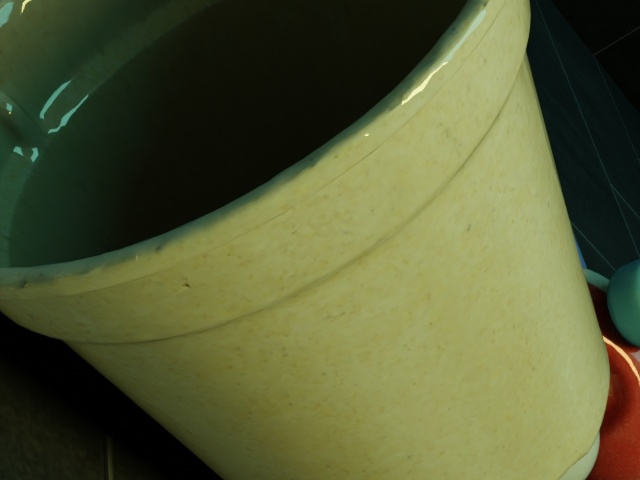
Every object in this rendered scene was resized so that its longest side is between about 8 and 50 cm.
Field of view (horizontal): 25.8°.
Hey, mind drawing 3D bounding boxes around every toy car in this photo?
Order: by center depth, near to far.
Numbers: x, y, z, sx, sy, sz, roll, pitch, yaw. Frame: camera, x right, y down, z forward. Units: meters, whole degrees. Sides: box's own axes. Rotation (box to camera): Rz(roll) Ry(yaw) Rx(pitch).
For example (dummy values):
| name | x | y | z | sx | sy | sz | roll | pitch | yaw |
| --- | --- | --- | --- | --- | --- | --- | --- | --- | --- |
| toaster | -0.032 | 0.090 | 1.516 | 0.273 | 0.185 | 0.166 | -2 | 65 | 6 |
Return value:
| name | x | y | z | sx | sy | sz | roll | pitch | yaw |
| --- | --- | --- | --- | --- | --- | --- | --- | --- | --- |
| toy car | 0.197 | 0.160 | 1.151 | 0.210 | 0.219 | 0.238 | 55 | 50 | -12 |

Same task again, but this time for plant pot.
| name | x | y | z | sx | sy | sz | roll | pitch | yaw |
| --- | --- | --- | --- | --- | --- | --- | --- | --- | --- |
| plant pot | 0.000 | 0.000 | 0.734 | 0.333 | 0.334 | 0.305 | -95 | 159 | -50 |

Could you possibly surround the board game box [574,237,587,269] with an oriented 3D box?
| name | x | y | z | sx | sy | sz | roll | pitch | yaw |
| --- | --- | --- | --- | --- | --- | --- | --- | --- | --- |
| board game box | 0.156 | -0.066 | 1.462 | 0.347 | 0.078 | 0.233 | 39 | 28 | -42 |
